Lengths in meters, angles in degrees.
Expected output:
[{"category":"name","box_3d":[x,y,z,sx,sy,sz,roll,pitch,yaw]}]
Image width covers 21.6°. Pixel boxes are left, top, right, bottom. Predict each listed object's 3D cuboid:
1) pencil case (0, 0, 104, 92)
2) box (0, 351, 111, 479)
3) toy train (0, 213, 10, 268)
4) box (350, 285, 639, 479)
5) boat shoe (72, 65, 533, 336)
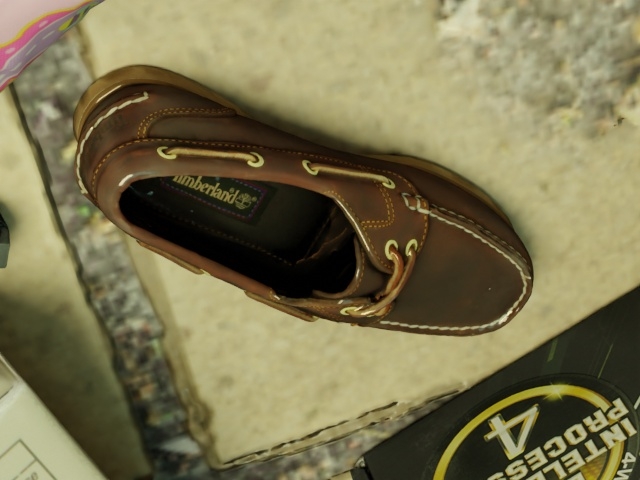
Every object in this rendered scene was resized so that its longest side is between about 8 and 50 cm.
[{"category":"pencil case","box_3d":[-0.063,-0.148,0.511,0.284,0.124,0.124,-38,123,9]},{"category":"box","box_3d":[-0.108,0.178,0.674,0.148,0.121,0.311,-40,124,-12]},{"category":"toy train","box_3d":[-0.192,-0.008,0.607,0.158,0.036,0.027,4,127,-21]},{"category":"box","box_3d":[0.233,0.103,0.634,0.395,0.318,0.097,-31,124,4]},{"category":"boat shoe","box_3d":[0.000,0.000,0.649,0.207,0.073,0.073,17,113,-27]}]
